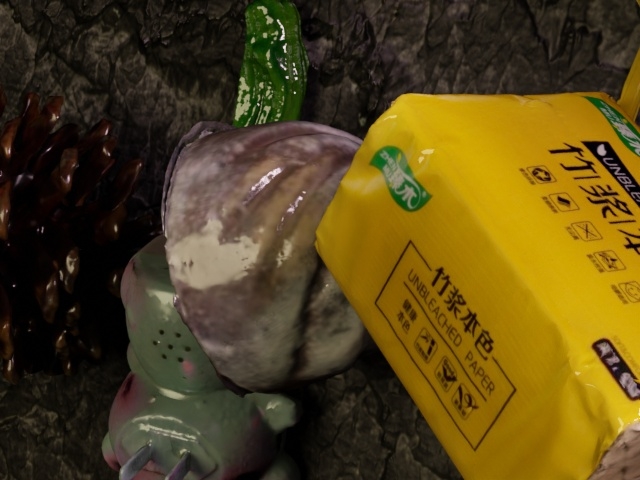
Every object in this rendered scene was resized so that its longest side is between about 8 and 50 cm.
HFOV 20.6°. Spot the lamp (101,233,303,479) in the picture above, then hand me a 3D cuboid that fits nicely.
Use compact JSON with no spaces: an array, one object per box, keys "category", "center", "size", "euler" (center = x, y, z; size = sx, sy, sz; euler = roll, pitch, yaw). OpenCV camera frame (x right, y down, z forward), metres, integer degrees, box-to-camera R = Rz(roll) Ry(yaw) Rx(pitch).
[{"category":"lamp","center":[-0.144,0.169,1.975],"size":[0.247,0.247,0.301],"euler":[9,116,16]}]

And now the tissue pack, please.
[{"category":"tissue pack","center":[0.219,0.062,1.520],"size":[0.382,0.293,0.228],"euler":[56,134,35]}]

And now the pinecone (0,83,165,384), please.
[{"category":"pinecone","center":[-0.375,-0.008,2.198],"size":[0.398,0.398,0.397],"euler":[-3,87,50]}]

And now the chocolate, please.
[{"category":"chocolate","center":[0.000,0.000,1.821],"size":[0.213,0.303,0.303],"euler":[-12,79,29]}]

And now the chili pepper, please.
[{"category":"chili pepper","center":[-0.060,-0.176,2.025],"size":[0.100,0.074,0.257],"euler":[15,101,49]}]

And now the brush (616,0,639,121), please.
[{"category":"brush","center":[0.305,-0.169,1.642],"size":[0.083,0.011,0.205],"euler":[39,118,42]}]
